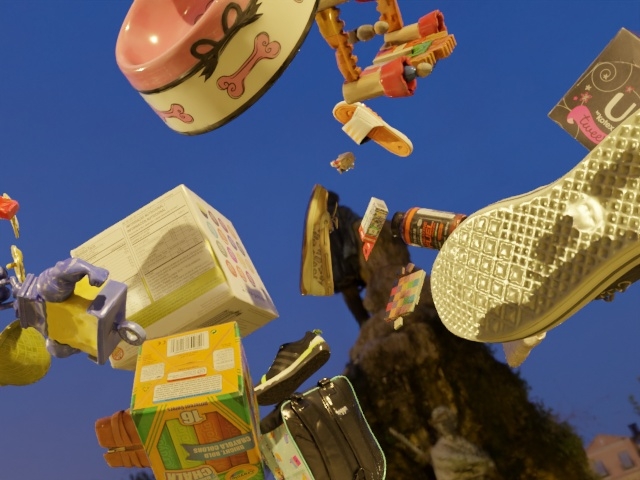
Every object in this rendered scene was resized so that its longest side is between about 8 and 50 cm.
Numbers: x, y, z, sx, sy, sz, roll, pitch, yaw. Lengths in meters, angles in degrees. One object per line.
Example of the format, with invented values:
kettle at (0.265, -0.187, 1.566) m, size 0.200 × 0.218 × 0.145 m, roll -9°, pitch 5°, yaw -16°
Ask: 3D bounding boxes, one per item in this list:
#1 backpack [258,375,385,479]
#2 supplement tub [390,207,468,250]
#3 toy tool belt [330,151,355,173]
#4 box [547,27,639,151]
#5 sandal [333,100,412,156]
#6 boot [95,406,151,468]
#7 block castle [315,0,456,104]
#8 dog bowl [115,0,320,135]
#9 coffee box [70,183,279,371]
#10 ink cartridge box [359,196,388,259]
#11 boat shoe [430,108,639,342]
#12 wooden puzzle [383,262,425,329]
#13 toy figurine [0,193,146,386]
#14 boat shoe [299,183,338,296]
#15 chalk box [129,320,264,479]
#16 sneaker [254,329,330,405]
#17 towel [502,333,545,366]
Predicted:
backpack at (0.005, 0.336, 0.984) m, size 0.165 × 0.188 × 0.144 m, roll -14°, pitch -29°, yaw -46°
supplement tub at (0.286, -0.030, 1.635) m, size 0.197 × 0.106 × 0.106 m, roll 10°, pitch -17°, yaw 35°
toy tool belt at (0.068, -0.208, 1.719) m, size 0.052 × 0.083 × 0.051 m, roll -7°, pitch -65°, yaw 35°
box at (0.490, -0.167, 0.901) m, size 0.142 × 0.247 × 0.163 m, roll -17°, pitch -31°, yaw -50°
sandal at (0.149, -0.315, 1.826) m, size 0.265 × 0.076 × 0.102 m, roll 31°, pitch -33°, yaw 0°
boot at (-0.383, 0.506, 1.444) m, size 0.220 × 0.109 × 0.284 m, roll -15°, pitch -73°, yaw -1°
block castle at (0.173, -0.525, 1.436) m, size 0.212 × 0.453 × 0.303 m, roll -8°, pitch -60°, yaw 28°
dog bowl at (-0.199, -0.398, 1.110) m, size 0.408 × 0.408 × 0.150 m, roll -33°, pitch -43°, yaw 23°
coffee box at (-0.368, 0.117, 1.620) m, size 0.338 × 0.335 × 0.337 m, roll -31°, pitch -20°, yaw 4°
ink cartridge box at (0.100, -0.024, 1.266) m, size 0.029 × 0.063 × 0.115 m, roll 18°, pitch -70°, yaw -11°
boat shoe at (0.325, -0.004, 0.779) m, size 0.155 × 0.187 × 0.500 m, roll -1°, pitch -28°, yaw -33°
wooden puzzle at (0.090, 0.059, 0.664) m, size 0.006 × 0.083 × 0.049 m, roll 31°, pitch -30°, yaw -19°
toy figurine at (-0.342, 0.132, 0.814) m, size 0.217 × 0.191 × 0.363 m, roll 15°, pitch -50°, yaw -3°
boat shoe at (0.000, 0.000, 1.584) m, size 0.089 × 0.286 × 0.104 m, roll 6°, pitch -2°, yaw -5°
chalk box at (-0.199, 0.319, 1.087) m, size 0.180 × 0.179 × 0.289 m, roll -11°, pitch -57°, yaw -3°
sneaker at (-0.081, 0.305, 1.509) m, size 0.234 × 0.097 × 0.084 m, roll -34°, pitch -42°, yaw -13°
towel at (0.431, 0.121, 1.377) m, size 0.049 × 0.282 × 0.187 m, roll -1°, pitch -30°, yaw -1°
